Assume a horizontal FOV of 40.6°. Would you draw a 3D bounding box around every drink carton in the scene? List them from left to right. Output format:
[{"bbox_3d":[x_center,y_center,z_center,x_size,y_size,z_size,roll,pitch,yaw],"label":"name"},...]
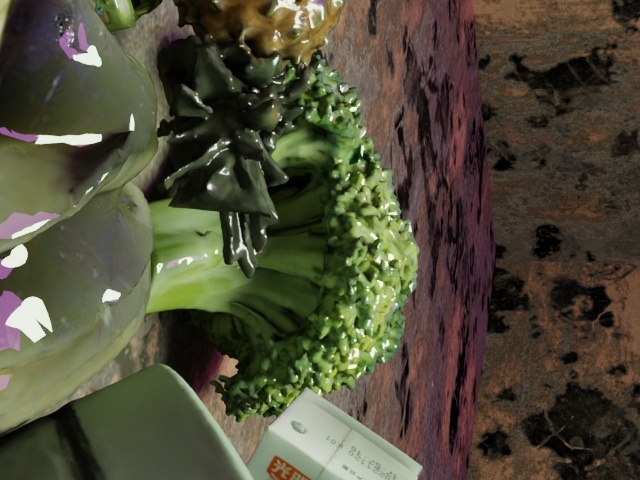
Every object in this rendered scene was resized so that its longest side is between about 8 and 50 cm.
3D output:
[{"bbox_3d":[-0.046,0.297,0.768,0.315,0.131,0.106,-60,171,20],"label":"drink carton"}]

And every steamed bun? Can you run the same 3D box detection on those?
[{"bbox_3d":[-0.186,-0.028,0.417,0.320,0.206,0.275,29,62,-74],"label":"steamed bun"}]

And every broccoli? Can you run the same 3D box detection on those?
[{"bbox_3d":[-0.031,-0.004,0.817,0.302,0.249,0.375,-29,124,-73],"label":"broccoli"}]

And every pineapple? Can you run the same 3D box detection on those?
[{"bbox_3d":[-0.061,-0.144,0.675,0.169,0.169,0.340,15,86,-72],"label":"pineapple"}]

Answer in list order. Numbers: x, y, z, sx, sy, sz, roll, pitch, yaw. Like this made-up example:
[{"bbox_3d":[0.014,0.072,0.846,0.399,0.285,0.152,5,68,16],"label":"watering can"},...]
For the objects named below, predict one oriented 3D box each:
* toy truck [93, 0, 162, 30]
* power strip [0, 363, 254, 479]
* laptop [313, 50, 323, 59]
[{"bbox_3d":[-0.177,-0.232,0.626,0.100,0.077,0.169,-70,156,-50],"label":"toy truck"},{"bbox_3d":[-0.091,0.243,0.495,0.357,0.161,0.357,53,-23,34],"label":"power strip"},{"bbox_3d":[-0.013,-0.219,1.231,0.180,0.016,0.129,71,26,-44],"label":"laptop"}]
